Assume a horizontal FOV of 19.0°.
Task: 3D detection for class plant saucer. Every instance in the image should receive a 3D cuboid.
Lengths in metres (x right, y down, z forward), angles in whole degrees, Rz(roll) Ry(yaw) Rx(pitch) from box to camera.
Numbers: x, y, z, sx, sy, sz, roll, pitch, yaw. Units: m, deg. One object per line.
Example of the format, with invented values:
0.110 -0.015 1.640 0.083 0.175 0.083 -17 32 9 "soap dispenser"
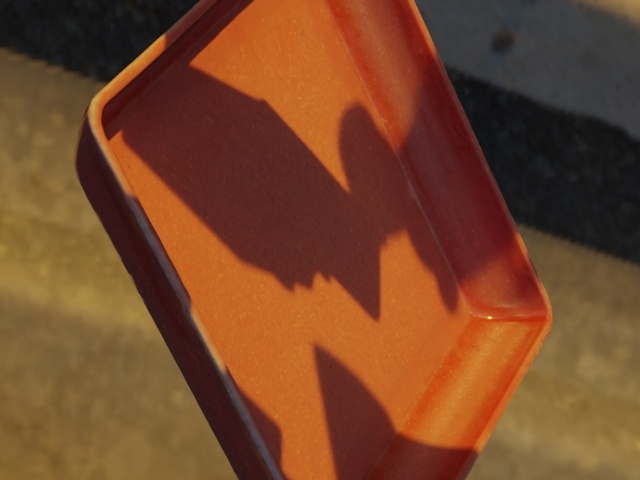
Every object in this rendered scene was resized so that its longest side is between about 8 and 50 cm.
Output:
0.000 0.000 0.858 0.048 0.258 0.259 -14 113 34 "plant saucer"
